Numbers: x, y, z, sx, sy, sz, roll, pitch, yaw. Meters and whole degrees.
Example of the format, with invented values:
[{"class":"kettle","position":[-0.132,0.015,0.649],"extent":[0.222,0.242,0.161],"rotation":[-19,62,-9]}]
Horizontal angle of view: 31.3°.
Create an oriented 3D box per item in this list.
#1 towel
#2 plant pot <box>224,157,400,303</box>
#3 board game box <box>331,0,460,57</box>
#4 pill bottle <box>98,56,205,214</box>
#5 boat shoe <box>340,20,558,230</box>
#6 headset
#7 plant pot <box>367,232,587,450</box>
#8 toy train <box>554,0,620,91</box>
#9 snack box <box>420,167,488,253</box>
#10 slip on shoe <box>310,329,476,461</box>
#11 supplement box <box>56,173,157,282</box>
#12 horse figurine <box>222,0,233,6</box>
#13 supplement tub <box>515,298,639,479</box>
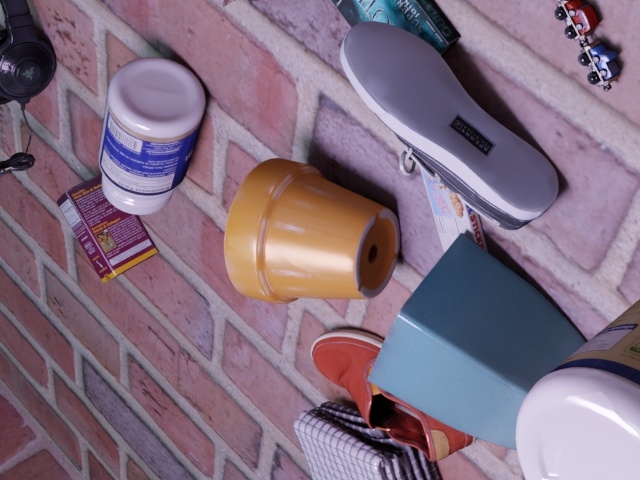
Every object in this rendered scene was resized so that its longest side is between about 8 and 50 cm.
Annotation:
[{"class":"towel","position":[0.093,0.401,1.871],"extent":[0.235,0.121,0.283],"rotation":[12,128,52]},{"class":"plant pot","position":[0.000,0.000,1.595],"extent":[0.188,0.205,0.205],"rotation":[13,128,30]},{"class":"board game box","position":[0.078,-0.282,1.382],"extent":[0.186,0.026,0.126],"rotation":[54,148,6]},{"class":"pill bottle","position":[-0.283,-0.162,1.868],"extent":[0.153,0.153,0.264],"rotation":[49,148,15]},{"class":"boat shoe","position":[0.139,-0.129,1.342],"extent":[0.306,0.113,0.105],"rotation":[37,155,-1]},{"class":"headset","position":[-0.624,-0.322,2.176],"extent":[0.243,0.185,0.394],"rotation":[3,108,54]},{"class":"plant pot","position":[0.213,0.147,1.435],"extent":[0.234,0.166,0.165],"rotation":[34,143,12]},{"class":"toy train","position":[0.266,-0.227,1.171],"extent":[0.036,0.027,0.158],"rotation":[-23,97,47]},{"class":"snack box","position":[0.164,-0.061,1.457],"extent":[0.064,0.022,0.178],"rotation":[10,125,50]},{"class":"slip on shoe","position":[0.093,0.231,1.736],"extent":[0.331,0.101,0.123],"rotation":[28,139,41]},{"class":"supplement box","position":[-0.414,-0.027,2.215],"extent":[0.188,0.104,0.081],"rotation":[60,149,-2]},{"class":"horse figurine","position":[-0.091,-0.408,1.464],"extent":[0.174,0.066,0.263],"rotation":[39,148,35]},{"class":"supplement tub","position":[0.363,0.154,1.083],"extent":[0.228,0.316,0.228],"rotation":[35,142,33]}]
